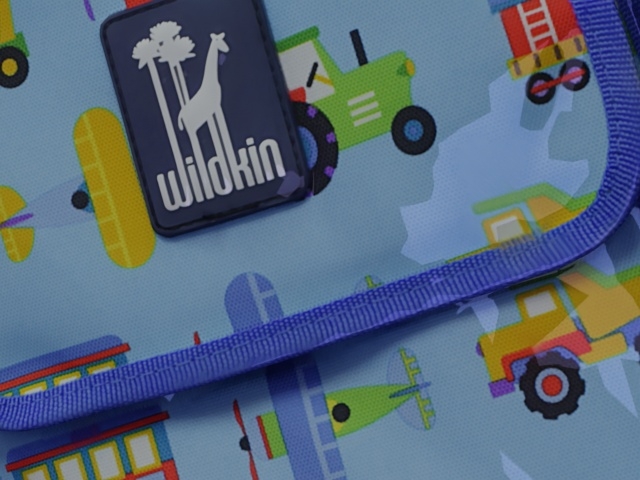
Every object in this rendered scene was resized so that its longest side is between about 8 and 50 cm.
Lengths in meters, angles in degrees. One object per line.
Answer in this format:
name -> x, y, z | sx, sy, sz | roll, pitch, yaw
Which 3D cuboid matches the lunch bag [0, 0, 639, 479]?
lunch bag -> 0.000, 0.000, 0.495 | 0.221, 0.138, 0.293 | -20, 99, 19
